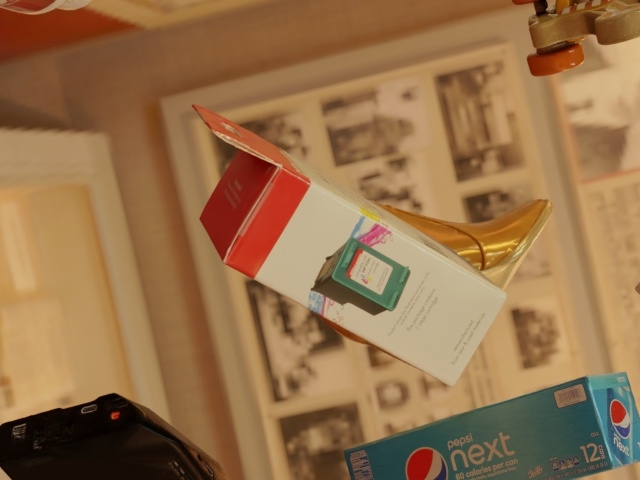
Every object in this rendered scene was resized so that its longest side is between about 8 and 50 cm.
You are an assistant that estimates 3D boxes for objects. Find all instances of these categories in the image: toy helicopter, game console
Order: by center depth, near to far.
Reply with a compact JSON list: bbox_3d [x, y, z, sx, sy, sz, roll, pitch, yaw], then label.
[{"bbox_3d":[-0.242,0.227,1.200,0.213,0.361,0.044,61,18,-44],"label":"game console"},{"bbox_3d":[0.407,-0.312,2.147,0.355,0.235,0.140,-102,176,-77],"label":"toy helicopter"}]

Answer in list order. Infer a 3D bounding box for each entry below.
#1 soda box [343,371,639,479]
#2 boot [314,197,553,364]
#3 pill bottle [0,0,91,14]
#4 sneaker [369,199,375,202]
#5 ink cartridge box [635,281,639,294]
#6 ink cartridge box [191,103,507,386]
[{"bbox_3d":[0.125,0.154,1.125,0.071,0.210,0.067,1,72,-56],"label":"soda box"},{"bbox_3d":[0.086,-0.006,1.508,0.295,0.211,0.104,-45,165,-46],"label":"boot"},{"bbox_3d":[-0.315,-0.295,1.569,0.216,0.121,0.121,4,72,-61],"label":"pill bottle"},{"bbox_3d":[0.072,0.039,1.921,0.115,0.090,0.232,53,17,-20],"label":"sneaker"},{"bbox_3d":[0.517,0.052,1.616,0.296,0.261,0.066,48,27,26],"label":"ink cartridge box"},{"bbox_3d":[0.000,0.000,1.071,0.231,0.078,0.134,29,6,-16],"label":"ink cartridge box"}]
